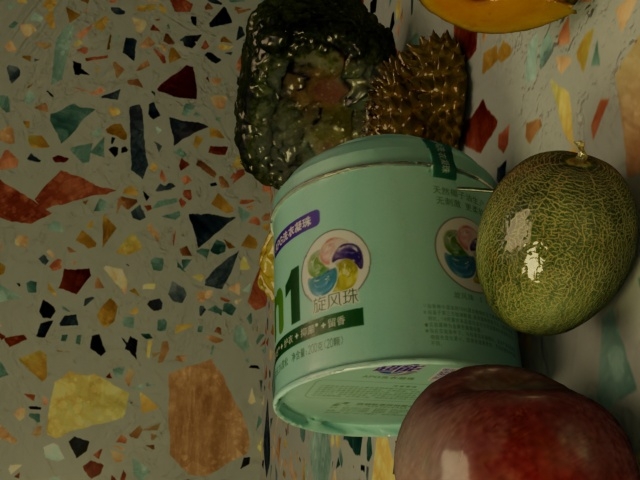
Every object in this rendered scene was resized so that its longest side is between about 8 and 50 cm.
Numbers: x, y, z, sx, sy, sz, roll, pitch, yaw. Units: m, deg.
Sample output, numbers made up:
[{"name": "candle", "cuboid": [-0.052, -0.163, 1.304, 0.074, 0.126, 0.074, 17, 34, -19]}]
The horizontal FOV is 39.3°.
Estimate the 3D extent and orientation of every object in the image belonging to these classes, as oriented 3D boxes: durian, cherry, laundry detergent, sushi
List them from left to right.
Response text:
[{"name": "sushi", "cuboid": [-0.001, -0.250, 1.575, 0.178, 0.293, 0.352, -102, 18, -47]}, {"name": "laundry detergent", "cuboid": [0.083, 0.049, 1.063, 0.287, 0.287, 0.305, 115, 156, -61]}, {"name": "durian", "cuboid": [0.133, -0.197, 1.318, 0.183, 0.137, 0.250, 100, 176, -70]}, {"name": "cherry", "cuboid": [0.165, 0.233, 0.790, 0.239, 0.206, 0.240, -170, 90, -67]}]

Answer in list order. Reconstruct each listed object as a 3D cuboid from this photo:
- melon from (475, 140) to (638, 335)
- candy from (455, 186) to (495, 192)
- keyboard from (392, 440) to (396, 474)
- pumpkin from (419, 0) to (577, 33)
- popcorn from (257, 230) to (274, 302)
[{"name": "melon", "cuboid": [0.212, -0.002, 0.810, 0.139, 0.139, 0.192, -105, 22, -59]}, {"name": "candy", "cuboid": [0.202, -0.048, 0.945, 0.035, 0.122, 0.035, 79, -152, -43]}, {"name": "keyboard", "cuboid": [0.141, 0.335, 1.366, 0.176, 0.014, 0.055, 137, 137, -74]}, {"name": "pumpkin", "cuboid": [0.177, -0.342, 0.864, 0.317, 0.221, 0.139, 53, -140, -53]}, {"name": "popcorn", "cuboid": [0.000, 0.000, 1.580, 0.192, 0.233, 0.266, 46, 114, 26]}]
